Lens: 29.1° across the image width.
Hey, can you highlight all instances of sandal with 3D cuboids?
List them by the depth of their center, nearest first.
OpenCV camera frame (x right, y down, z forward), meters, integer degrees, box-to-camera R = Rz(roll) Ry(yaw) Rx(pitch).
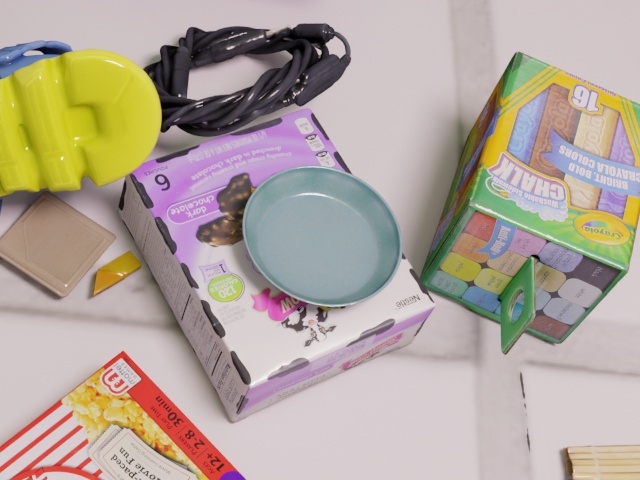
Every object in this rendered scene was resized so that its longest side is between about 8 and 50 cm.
[{"bbox_3d":[-0.280,-0.076,0.910,0.317,0.126,0.138,-10,23,-11],"label":"sandal"}]

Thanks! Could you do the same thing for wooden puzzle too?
[{"bbox_3d":[-0.200,0.004,0.933,0.116,0.014,0.078,39,53,8],"label":"wooden puzzle"}]

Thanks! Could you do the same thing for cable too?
[{"bbox_3d":[-0.073,-0.138,0.993,0.150,0.047,0.184,19,40,30],"label":"cable"}]

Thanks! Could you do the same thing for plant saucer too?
[{"bbox_3d":[0.000,0.000,0.900,0.119,0.021,0.119,7,57,-12],"label":"plant saucer"}]

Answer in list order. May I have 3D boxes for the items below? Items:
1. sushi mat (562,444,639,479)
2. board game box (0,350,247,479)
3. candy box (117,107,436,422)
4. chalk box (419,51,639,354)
[{"bbox_3d":[0.344,0.227,0.952,0.316,0.019,0.151,1,61,-15],"label":"sushi mat"},{"bbox_3d":[-0.156,0.188,0.816,0.147,0.045,0.193,44,59,11],"label":"board game box"},{"bbox_3d":[-0.035,0.014,0.938,0.165,0.070,0.196,-22,68,-26],"label":"candy box"},{"bbox_3d":[0.167,-0.015,0.977,0.132,0.132,0.213,24,55,-2],"label":"chalk box"}]
